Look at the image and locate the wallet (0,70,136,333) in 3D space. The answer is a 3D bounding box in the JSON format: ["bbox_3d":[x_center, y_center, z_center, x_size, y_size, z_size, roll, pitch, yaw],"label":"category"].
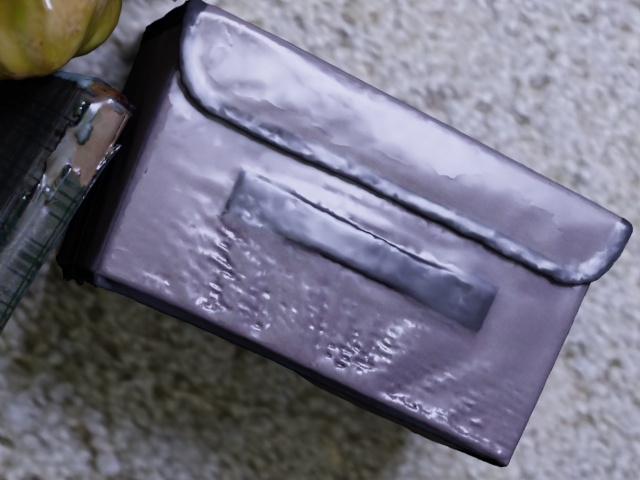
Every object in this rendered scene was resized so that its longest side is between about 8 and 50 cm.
[{"bbox_3d":[-0.205,0.052,0.935,0.044,0.169,0.317,31,85,-23],"label":"wallet"}]

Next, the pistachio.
[{"bbox_3d":[-0.171,-0.142,0.956,0.110,0.100,0.189,-41,54,11],"label":"pistachio"}]

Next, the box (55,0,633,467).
[{"bbox_3d":[0.000,0.000,0.963,0.252,0.188,0.153,25,86,-13],"label":"box"}]

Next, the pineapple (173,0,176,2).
[{"bbox_3d":[-0.034,-0.304,0.944,0.222,0.223,0.357,22,97,-10],"label":"pineapple"}]
